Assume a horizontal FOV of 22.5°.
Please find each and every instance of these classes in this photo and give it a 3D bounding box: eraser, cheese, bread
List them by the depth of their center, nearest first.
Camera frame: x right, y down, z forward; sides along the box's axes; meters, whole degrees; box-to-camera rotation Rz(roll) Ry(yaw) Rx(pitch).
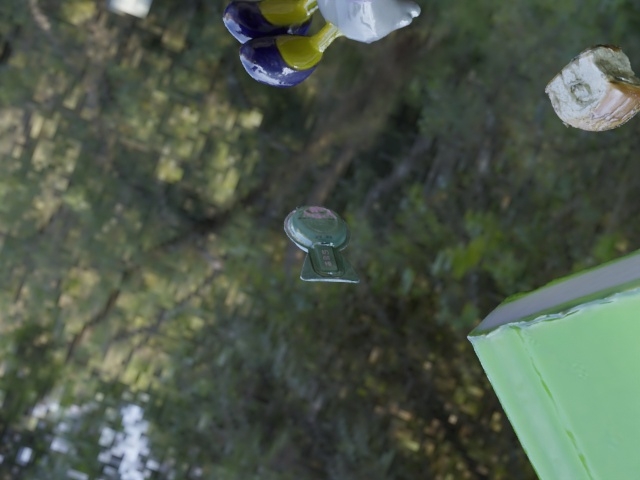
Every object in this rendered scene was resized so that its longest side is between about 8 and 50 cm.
[{"bbox_3d":[0.255,0.140,1.190,0.210,0.274,0.092,-20,-161,32],"label":"eraser"},{"bbox_3d":[0.000,0.000,1.578,0.067,0.026,0.120,2,-142,-14],"label":"cheese"},{"bbox_3d":[0.293,-0.158,1.693,0.070,0.083,0.076,-14,-110,-46],"label":"bread"}]

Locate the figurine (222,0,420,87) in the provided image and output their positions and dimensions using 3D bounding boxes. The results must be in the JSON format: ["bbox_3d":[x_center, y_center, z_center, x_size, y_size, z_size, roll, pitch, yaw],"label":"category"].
[{"bbox_3d":[0.073,-0.322,1.822,0.193,0.421,0.154,21,-140,-34],"label":"figurine"}]
